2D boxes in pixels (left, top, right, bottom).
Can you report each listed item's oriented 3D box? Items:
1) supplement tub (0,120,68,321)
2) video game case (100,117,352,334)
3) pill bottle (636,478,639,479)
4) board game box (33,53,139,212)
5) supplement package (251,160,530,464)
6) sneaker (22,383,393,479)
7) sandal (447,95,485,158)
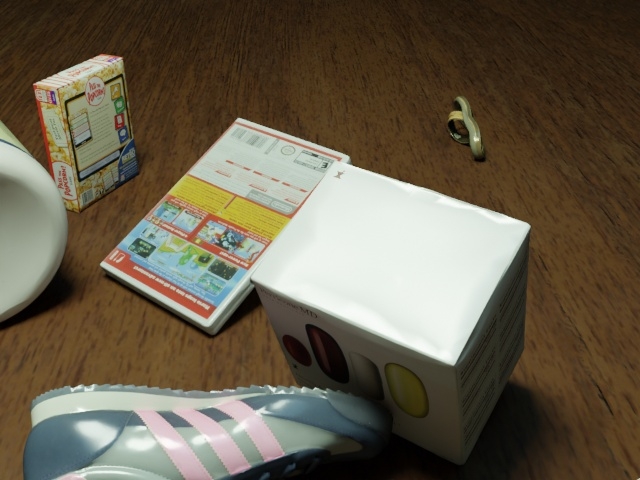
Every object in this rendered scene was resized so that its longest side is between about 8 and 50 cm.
[{"bbox_3d":[-0.470,-0.059,0.939,0.235,0.235,0.325,-20,36,-30],"label":"supplement tub"},{"bbox_3d":[-0.119,-0.032,0.986,0.204,0.025,0.285,24,63,33],"label":"video game case"},{"bbox_3d":[0.286,0.236,0.637,0.043,0.043,0.083,-2,31,-3],"label":"pill bottle"},{"bbox_3d":[-0.341,-0.160,1.147,0.045,0.193,0.147,14,33,21],"label":"board game box"},{"bbox_3d":[0.073,0.069,0.714,0.194,0.203,0.149,21,60,26],"label":"supplement package"},{"bbox_3d":[-0.091,0.201,0.668,0.319,0.112,0.131,0,56,-6],"label":"sneaker"},{"bbox_3d":[0.246,-0.194,1.339,0.049,0.072,0.180,-18,34,12],"label":"sandal"}]
